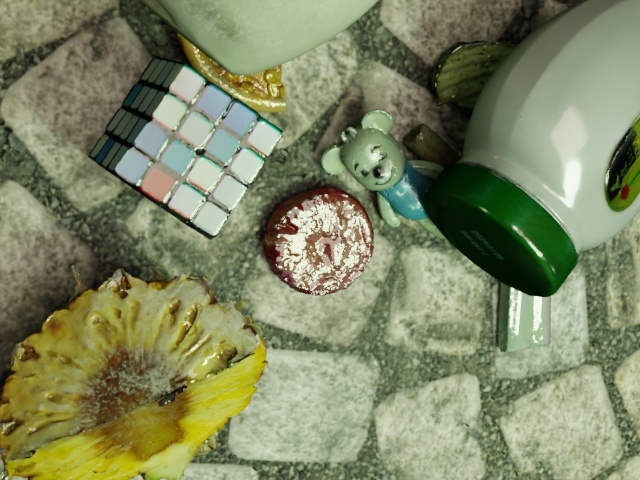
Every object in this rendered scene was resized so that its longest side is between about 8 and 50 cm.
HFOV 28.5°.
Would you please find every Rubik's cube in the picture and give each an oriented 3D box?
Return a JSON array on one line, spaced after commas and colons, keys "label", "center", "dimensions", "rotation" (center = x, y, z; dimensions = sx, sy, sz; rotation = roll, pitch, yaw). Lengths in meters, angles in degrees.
[{"label": "Rubik's cube", "center": [-0.162, -0.113, 1.497], "dimensions": [0.151, 0.154, 0.155], "rotation": [35, 86, -25]}]

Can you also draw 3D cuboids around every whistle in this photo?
[{"label": "whistle", "center": [0.109, -0.072, 1.666], "dimensions": [0.114, 0.077, 0.235], "rotation": [-42, 119, 14]}]

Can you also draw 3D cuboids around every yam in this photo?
[{"label": "yam", "center": [0.154, -0.116, 1.690], "dimensions": [0.094, 0.043, 0.043], "rotation": [41, 84, -22]}]

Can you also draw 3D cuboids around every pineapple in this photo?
[{"label": "pineapple", "center": [-0.238, 0.171, 1.551], "dimensions": [0.344, 0.286, 0.209], "rotation": [-25, 65, -9]}]

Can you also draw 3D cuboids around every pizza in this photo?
[{"label": "pizza", "center": [-0.092, -0.233, 1.563], "dimensions": [0.131, 0.041, 0.178], "rotation": [-45, 114, -9]}]

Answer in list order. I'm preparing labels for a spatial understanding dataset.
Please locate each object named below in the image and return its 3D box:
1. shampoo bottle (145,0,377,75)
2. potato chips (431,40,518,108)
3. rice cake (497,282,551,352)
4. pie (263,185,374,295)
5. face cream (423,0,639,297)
[{"label": "shampoo bottle", "center": [-0.076, -0.357, 1.389], "dimensions": [0.317, 0.322, 0.322], "rotation": [-41, 114, -1]}, {"label": "potato chips", "center": [0.240, -0.228, 1.708], "dimensions": [0.207, 0.028, 0.092], "rotation": [-9, 104, -22]}, {"label": "rice cake", "center": [0.292, 0.049, 1.785], "dimensions": [0.080, 0.042, 0.222], "rotation": [-6, 103, -20]}, {"label": "pie", "center": [0.000, 0.000, 1.655], "dimensions": [0.154, 0.036, 0.155], "rotation": [-5, 103, -21]}, {"label": "face cream", "center": [0.318, -0.125, 1.629], "dimensions": [0.357, 0.219, 0.312], "rotation": [-50, 139, -13]}]
